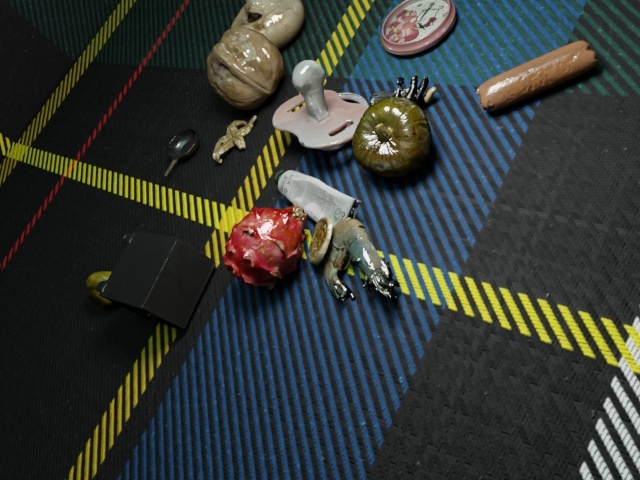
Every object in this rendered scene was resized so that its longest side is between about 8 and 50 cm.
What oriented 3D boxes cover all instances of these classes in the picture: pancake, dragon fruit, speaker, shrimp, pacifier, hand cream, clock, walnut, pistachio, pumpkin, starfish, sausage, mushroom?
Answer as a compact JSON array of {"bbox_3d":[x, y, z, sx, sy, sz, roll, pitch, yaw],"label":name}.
[{"bbox_3d":[0.000,0.000,1.450,0.139,0.022,0.139,-163,90,-74],"label":"pancake"},{"bbox_3d":[-0.139,0.004,1.477,0.268,0.210,0.205,-44,65,-6],"label":"dragon fruit"},{"bbox_3d":[-0.489,0.117,1.629,0.254,0.184,0.232,7,65,38],"label":"speaker"},{"bbox_3d":[0.078,0.073,1.362,0.178,0.075,0.289,-49,54,25],"label":"shrimp"},{"bbox_3d":[-0.006,-0.384,1.623,0.332,0.273,0.220,39,102,42],"label":"pacifier"},{"bbox_3d":[-0.019,-0.117,1.546,0.336,0.076,0.121,35,112,42],"label":"hand cream"},{"bbox_3d":[0.303,-0.675,1.711,0.244,0.056,0.244,-17,52,23],"label":"clock"},{"bbox_3d":[-0.259,-0.587,1.886,0.273,0.227,0.273,0,76,0],"label":"walnut"},{"bbox_3d":[-0.704,0.154,1.791,0.189,0.110,0.100,6,34,35],"label":"pistachio"},{"bbox_3d":[0.188,-0.272,1.436,0.219,0.162,0.218,-1,87,29],"label":"pumpkin"},{"bbox_3d":[-0.300,-0.360,1.894,0.210,0.053,0.150,-40,53,2],"label":"starfish"},{"bbox_3d":[0.538,-0.412,1.380,0.289,0.086,0.086,-22,53,20],"label":"sausage"},{"bbox_3d":[-0.222,-0.837,1.983,0.293,0.290,0.292,-16,48,19],"label":"mushroom"}]

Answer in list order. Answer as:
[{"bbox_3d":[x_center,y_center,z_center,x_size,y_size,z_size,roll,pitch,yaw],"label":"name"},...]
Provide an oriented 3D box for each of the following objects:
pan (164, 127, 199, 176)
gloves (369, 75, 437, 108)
[{"bbox_3d":[-0.518,-0.316,2.003,0.128,0.048,0.202,30,78,42],"label":"pan"},{"bbox_3d":[0.238,-0.394,1.546,0.181,0.129,0.106,-5,83,19],"label":"gloves"}]
